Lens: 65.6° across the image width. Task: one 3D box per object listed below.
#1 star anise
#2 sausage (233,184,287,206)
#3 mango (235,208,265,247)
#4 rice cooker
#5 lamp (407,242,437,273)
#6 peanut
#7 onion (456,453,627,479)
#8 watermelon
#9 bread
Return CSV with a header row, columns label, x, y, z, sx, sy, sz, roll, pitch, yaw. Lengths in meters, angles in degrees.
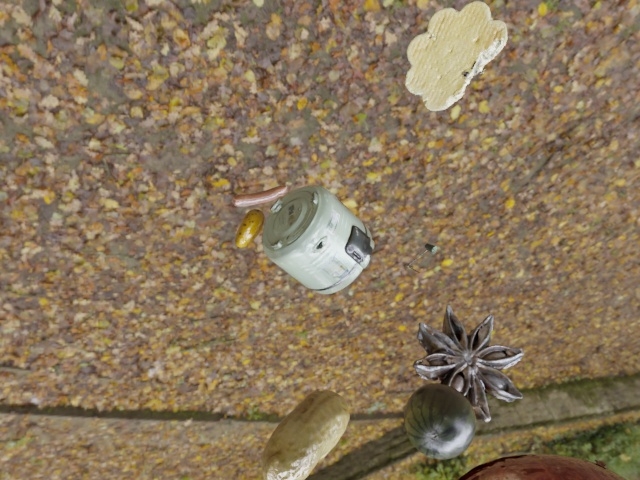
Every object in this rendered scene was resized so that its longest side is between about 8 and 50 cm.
label,x,y,z,sx,sy,sz,roll,pitch,yaw
star anise,0.299,0.265,1.048,0.223,0.236,0.109,17,143,2
sausage,-0.188,-0.139,1.556,0.176,0.040,0.047,-14,128,-21
mango,-0.188,-0.032,1.316,0.057,0.114,0.079,32,168,-4
rice cooker,0.000,0.000,1.195,0.226,0.226,0.244,-34,125,20
lamp,0.380,0.059,1.858,0.121,0.054,0.041,-52,136,-2
peanut,-0.046,0.606,1.531,0.387,0.169,0.192,-28,138,-52
onion,0.218,0.337,0.468,0.276,0.276,0.276,-12,143,-9
watermelon,0.180,0.262,0.745,0.105,0.105,0.133,-40,180,27
bread,0.306,-0.444,1.178,0.251,0.182,0.039,-49,166,25
